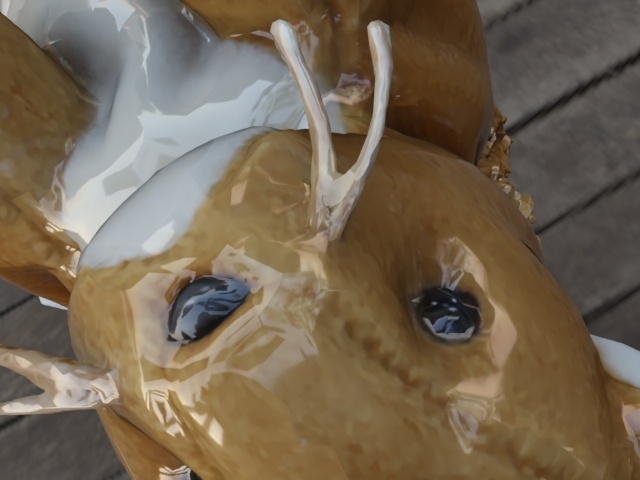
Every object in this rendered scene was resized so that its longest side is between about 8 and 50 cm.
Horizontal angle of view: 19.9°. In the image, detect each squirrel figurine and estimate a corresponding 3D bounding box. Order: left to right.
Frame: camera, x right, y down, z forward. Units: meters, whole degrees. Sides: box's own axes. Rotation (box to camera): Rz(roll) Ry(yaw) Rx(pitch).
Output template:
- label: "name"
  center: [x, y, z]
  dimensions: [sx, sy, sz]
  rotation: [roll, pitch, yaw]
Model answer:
- label: "squirrel figurine"
  center: [0.000, 0.000, 0.642]
  dimensions: [0.281, 0.370, 0.397]
  rotation: [-34, 141, 2]

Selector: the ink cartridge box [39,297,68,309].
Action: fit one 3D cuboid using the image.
- label: "ink cartridge box"
  center: [-0.112, -0.061, 0.983]
  dimensions: [0.072, 0.127, 0.175]
  rotation: [10, 137, 23]
